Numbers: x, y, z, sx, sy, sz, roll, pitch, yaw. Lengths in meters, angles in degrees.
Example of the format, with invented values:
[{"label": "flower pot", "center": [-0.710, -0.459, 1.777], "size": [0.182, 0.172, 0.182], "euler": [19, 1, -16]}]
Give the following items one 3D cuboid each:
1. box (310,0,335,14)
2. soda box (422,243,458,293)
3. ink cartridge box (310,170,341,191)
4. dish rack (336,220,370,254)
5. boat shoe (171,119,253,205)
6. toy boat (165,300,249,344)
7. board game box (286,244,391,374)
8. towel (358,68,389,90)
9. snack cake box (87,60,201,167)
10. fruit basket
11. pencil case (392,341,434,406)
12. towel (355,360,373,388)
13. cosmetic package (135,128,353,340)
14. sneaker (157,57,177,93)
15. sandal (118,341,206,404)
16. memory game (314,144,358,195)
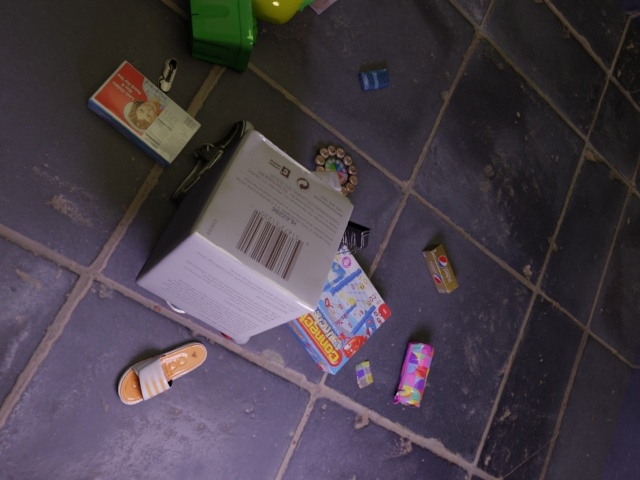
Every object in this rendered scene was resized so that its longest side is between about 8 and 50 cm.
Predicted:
[{"label": "box", "center": [-0.054, -0.913, 1.755], "size": [0.311, 0.148, 0.121], "euler": [39, 70, -21]}, {"label": "soda box", "center": [0.454, 0.108, 2.039], "size": [0.061, 0.058, 0.181], "euler": [-29, 102, -28]}, {"label": "ink cartridge box", "center": [-0.122, -0.116, 1.585], "size": [0.261, 0.296, 0.066], "euler": [-4, 72, -29]}, {"label": "dish rack", "center": [0.000, 0.000, 1.710], "size": [0.271, 0.208, 0.074], "euler": [-13, 109, -28]}, {"label": "boat shoe", "center": [-0.314, -0.232, 1.582], "size": [0.119, 0.121, 0.335], "euler": [36, 73, -28]}, {"label": "toy boat", "center": [-0.300, 0.153, 1.555], "size": [0.267, 0.148, 0.318], "euler": [-31, 102, -27]}, {"label": "board game box", "center": [0.042, 0.224, 1.782], "size": [0.302, 0.086, 0.308], "euler": [-43, 108, -25]}, {"label": "towel", "center": [0.196, -0.580, 1.945], "size": [0.119, 0.029, 0.067], "euler": [-18, 97, -29]}, {"label": "snack cake box", "center": [-0.490, -0.347, 1.508], "size": [0.264, 0.089, 0.152], "euler": [41, 71, -21]}, {"label": "fruit basket", "center": [-0.203, -0.708, 1.576], "size": [0.392, 0.283, 0.392], "euler": [0, 88, -15]}, {"label": "pencil case", "center": [0.334, 0.479, 1.930], "size": [0.104, 0.104, 0.236], "euler": [25, 74, -26]}, {"label": "towel", "center": [0.153, 0.466, 1.876], "size": [0.060, 0.009, 0.083], "euler": [-14, 94, -29]}, {"label": "cosmetic package", "center": [-0.192, 0.007, 1.345], "size": [0.329, 0.393, 0.327], "euler": [35, 55, -21]}, {"label": "sneaker", "center": [-0.444, -0.481, 1.567], "size": [0.040, 0.044, 0.109], "euler": [15, 82, -30]}, {"label": "sandal", "center": [-0.435, 0.363, 1.508], "size": [0.265, 0.076, 0.102], "euler": [-27, 100, -28]}, {"label": "memory game", "center": [0.056, -0.237, 1.827], "size": [0.186, 0.012, 0.186], "euler": [16, 64, -35]}]
